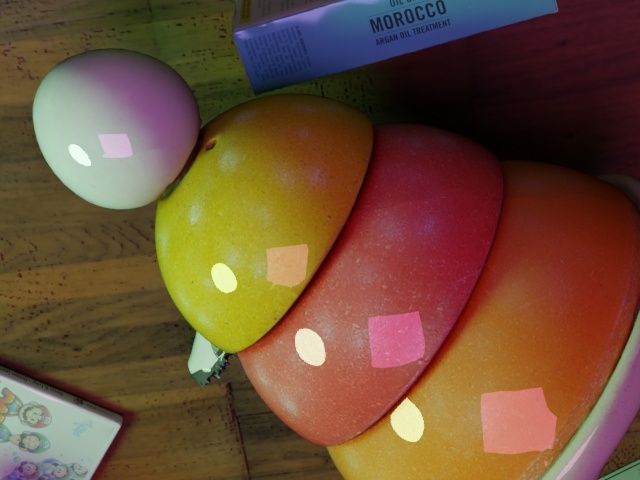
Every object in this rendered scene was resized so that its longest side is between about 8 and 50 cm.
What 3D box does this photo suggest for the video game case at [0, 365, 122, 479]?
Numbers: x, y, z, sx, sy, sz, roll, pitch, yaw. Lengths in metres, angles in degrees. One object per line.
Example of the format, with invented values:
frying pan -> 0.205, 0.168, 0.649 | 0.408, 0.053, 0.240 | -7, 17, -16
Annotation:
video game case -> -0.278, 0.195, 1.760 | 0.143, 0.019, 0.157 | 24, 117, -14

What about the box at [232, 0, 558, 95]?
box -> 0.056, -0.190, 1.491 | 0.244, 0.100, 0.060 | -15, 121, 9

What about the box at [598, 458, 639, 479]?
box -> 0.281, 0.292, 1.733 | 0.290, 0.169, 0.087 | -30, 116, 15

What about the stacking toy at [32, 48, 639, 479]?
stacking toy -> 0.000, 0.000, 1.453 | 0.480, 0.350, 0.350 | 32, 115, -18

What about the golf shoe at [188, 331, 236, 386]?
golf shoe -> -0.088, 0.029, 1.641 | 0.094, 0.077, 0.198 | 23, 111, -1
